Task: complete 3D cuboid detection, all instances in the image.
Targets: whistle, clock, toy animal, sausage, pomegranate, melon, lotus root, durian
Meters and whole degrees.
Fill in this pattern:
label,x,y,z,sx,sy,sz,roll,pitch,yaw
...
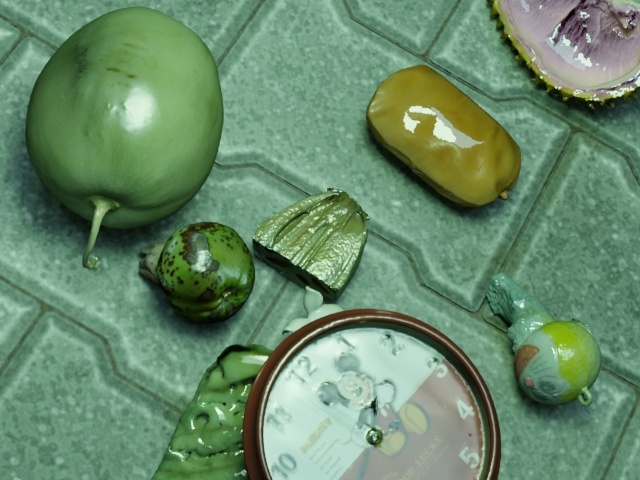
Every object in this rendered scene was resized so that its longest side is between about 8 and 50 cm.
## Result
label,x,y,z,sx,sy,sz,roll,pitch,yaw
whistle,0.289,0.137,1.865,0.123,0.123,0.223,-25,60,-22
clock,0.063,0.237,1.658,0.318,0.080,0.318,3,73,-9
toy animal,0.020,0.119,1.829,0.124,0.085,0.071,23,80,4
sausage,0.177,-0.143,1.959,0.241,0.120,0.136,37,78,5
pomegranate,-0.166,0.046,1.793,0.163,0.138,0.125,-13,56,20
melon,-0.251,-0.158,1.792,0.272,0.272,0.308,0,43,-13
lotus root,0.001,0.003,1.879,0.143,0.070,0.144,39,67,13
durian,0.380,-0.310,2.092,0.341,0.112,0.191,38,97,21

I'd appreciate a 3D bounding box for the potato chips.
label,x,y,z,sx,sy,sz,roll,pitch,yaw
potato chips,-0.014,0.328,1.710,0.389,0.097,0.373,19,73,-7

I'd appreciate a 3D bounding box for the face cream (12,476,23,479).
label,x,y,z,sx,sy,sz,roll,pitch,yaw
face cream,-0.319,0.330,1.671,0.130,0.034,0.034,28,63,1
